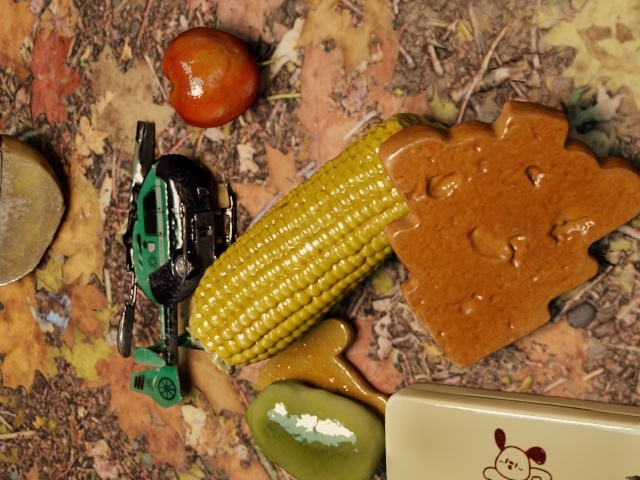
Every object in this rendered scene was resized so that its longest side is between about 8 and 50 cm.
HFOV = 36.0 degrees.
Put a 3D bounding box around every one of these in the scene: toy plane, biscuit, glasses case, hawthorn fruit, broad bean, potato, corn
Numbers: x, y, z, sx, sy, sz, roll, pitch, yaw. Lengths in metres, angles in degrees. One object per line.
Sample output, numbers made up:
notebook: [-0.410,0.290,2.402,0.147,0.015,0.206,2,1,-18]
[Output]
toy plane: [-0.198,0.038,1.283,0.155,0.106,0.381,7,103,35]
biscuit: [-0.009,0.159,1.230,0.158,0.035,0.240,-37,81,27]
glasses case: [0.226,0.241,1.092,0.313,0.070,0.131,3,100,29]
biscuit: [0.180,0.000,1.034,0.284,0.043,0.306,10,117,-7]
hawthorn fruit: [-0.128,-0.195,1.193,0.125,0.140,0.125,-10,78,60]
broad bean: [-0.010,0.233,1.178,0.174,0.082,0.124,26,114,23]
potato: [-0.424,-0.054,1.412,0.120,0.100,0.261,-111,33,-47]
corn: [0.000,0.000,1.118,0.387,0.144,0.144,-44,77,17]

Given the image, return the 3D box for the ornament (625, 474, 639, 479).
ornament: [0.364,0.277,0.925,0.080,0.236,0.202,-22,88,34]
